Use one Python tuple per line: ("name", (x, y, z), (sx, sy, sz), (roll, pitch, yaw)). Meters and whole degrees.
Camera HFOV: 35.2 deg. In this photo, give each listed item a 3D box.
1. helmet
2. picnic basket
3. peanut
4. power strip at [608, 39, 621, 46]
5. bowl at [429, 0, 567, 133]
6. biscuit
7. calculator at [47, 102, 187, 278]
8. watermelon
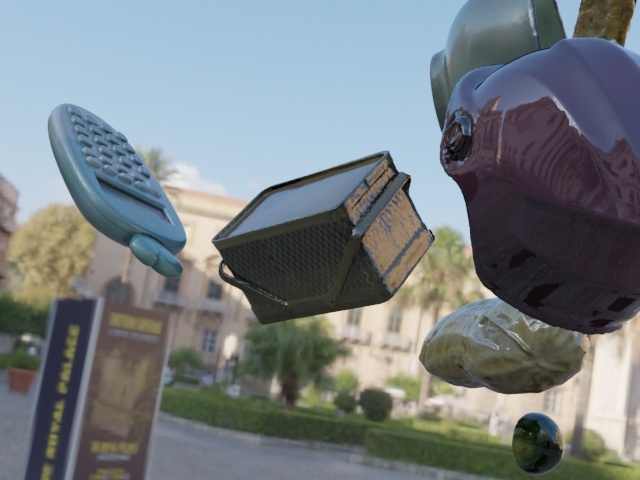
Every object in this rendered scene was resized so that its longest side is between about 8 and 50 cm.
("helmet", (0.277, -0.085, 1.025), (0.271, 0.338, 0.197), (8, -26, -21))
("picnic basket", (0.000, 0.000, 1.344), (0.266, 0.165, 0.139), (-14, -66, 40))
("peanut", (0.302, 0.173, 1.668), (0.158, 0.174, 0.340), (34, -15, -17))
("power strip", (0.451, -0.292, 1.789), (0.035, 0.081, 0.192), (40, -34, -25))
("bowl", (0.280, -0.223, 1.529), (0.185, 0.354, 0.354), (-12, -17, 21))
("biscuit", (0.498, -0.352, 1.826), (0.029, 0.247, 0.118), (-16, 36, -36))
("calculator", (-0.252, -0.063, 1.256), (0.184, 0.042, 0.295), (29, 23, -52))
("watermelon", (0.370, 0.339, 1.683), (0.105, 0.105, 0.062), (16, -16, -35))
